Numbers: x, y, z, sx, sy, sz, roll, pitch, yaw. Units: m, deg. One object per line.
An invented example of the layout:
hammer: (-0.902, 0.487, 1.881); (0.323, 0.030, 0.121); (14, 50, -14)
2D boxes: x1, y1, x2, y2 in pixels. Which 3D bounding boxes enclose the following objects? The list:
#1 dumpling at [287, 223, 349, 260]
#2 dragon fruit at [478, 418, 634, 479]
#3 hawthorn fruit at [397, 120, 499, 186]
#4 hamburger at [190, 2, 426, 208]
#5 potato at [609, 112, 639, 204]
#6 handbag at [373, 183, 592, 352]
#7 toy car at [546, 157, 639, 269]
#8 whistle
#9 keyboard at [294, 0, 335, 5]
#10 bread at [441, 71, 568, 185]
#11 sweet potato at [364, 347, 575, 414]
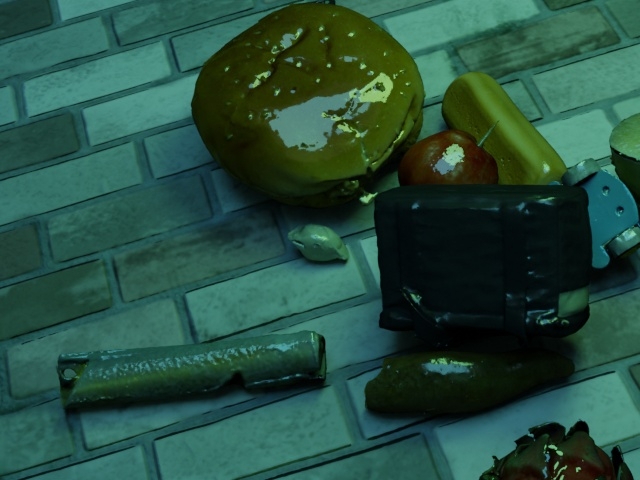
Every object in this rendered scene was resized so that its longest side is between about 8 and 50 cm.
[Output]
dumpling: (-0.001, -0.001, 1.632); (0.077, 0.043, 0.059); (1, 28, 16)
dragon fruit: (0.228, 0.275, 1.265); (0.182, 0.182, 0.189); (-6, 82, 5)
hawthorn fruit: (0.165, -0.082, 1.603); (0.125, 0.140, 0.125); (22, 45, -24)
hamburger: (-0.013, -0.175, 1.698); (0.314, 0.170, 0.290); (35, 69, 29)
potato: (0.456, -0.081, 1.560); (0.202, 0.117, 0.182); (8, 29, 30)
handbag: (0.187, 0.027, 1.469); (0.254, 0.182, 0.181); (1, 8, 23)
toy car: (0.317, -0.010, 1.567); (0.161, 0.098, 0.126); (-37, 73, 16)
whistle: (-0.155, 0.152, 1.515); (0.326, 0.057, 0.068); (-6, 92, 6)
keyboard: (-0.008, -0.289, 1.895); (0.067, 0.011, 0.202); (-6, 49, 7)
bread: (0.242, -0.128, 1.668); (0.074, 0.093, 0.239); (8, 37, -35)
sweet potato: (0.166, 0.154, 1.445); (0.243, 0.077, 0.077); (-8, 49, 7)
